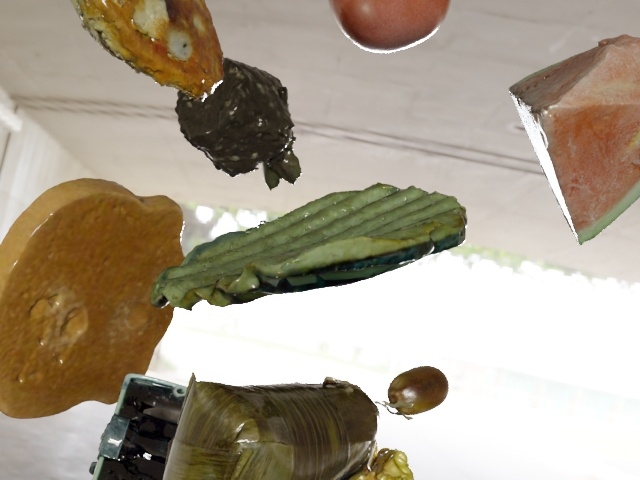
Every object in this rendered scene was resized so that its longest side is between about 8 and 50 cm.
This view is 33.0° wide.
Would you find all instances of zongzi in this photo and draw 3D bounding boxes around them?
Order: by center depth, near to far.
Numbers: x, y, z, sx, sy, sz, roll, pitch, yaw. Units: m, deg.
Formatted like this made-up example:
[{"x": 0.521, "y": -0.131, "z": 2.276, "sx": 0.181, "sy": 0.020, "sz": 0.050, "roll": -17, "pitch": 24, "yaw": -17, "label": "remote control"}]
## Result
[{"x": -0.055, "y": 0.231, "z": 0.923, "sx": 0.111, "sy": 0.241, "sz": 0.247, "roll": 29, "pitch": 12, "yaw": 31, "label": "zongzi"}]

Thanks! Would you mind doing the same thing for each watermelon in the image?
[{"x": 0.413, "y": -0.147, "z": 1.585, "sx": 0.283, "sy": 0.292, "sz": 0.250, "roll": -33, "pitch": -78, "yaw": 37, "label": "watermelon"}]

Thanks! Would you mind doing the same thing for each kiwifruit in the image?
[{"x": 0.161, "y": 0.243, "z": 1.757, "sx": 0.075, "sy": 0.075, "sz": 0.124, "roll": 7, "pitch": 10, "yaw": 43, "label": "kiwifruit"}]

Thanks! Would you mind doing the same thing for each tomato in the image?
[{"x": 0.146, "y": -0.504, "z": 2.215, "sx": 0.255, "sy": 0.224, "sz": 0.256, "roll": -19, "pitch": 8, "yaw": 3, "label": "tomato"}]

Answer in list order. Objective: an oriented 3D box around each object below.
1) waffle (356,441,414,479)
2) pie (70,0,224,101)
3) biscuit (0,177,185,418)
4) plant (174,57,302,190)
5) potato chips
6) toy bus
[{"x": 0.038, "y": 0.487, "z": 1.797, "sx": 0.151, "sy": 0.324, "sz": 0.261, "roll": 26, "pitch": -27, "yaw": -1, "label": "waffle"}, {"x": -0.239, "y": -0.335, "z": 1.448, "sx": 0.085, "sy": 0.308, "sz": 0.308, "roll": -18, "pitch": -22, "yaw": 31, "label": "pie"}, {"x": -0.360, "y": 0.087, "z": 1.637, "sx": 0.062, "sy": 0.385, "sz": 0.365, "roll": 31, "pitch": 18, "yaw": 35, "label": "biscuit"}, {"x": -0.152, "y": -0.252, "z": 2.378, "sx": 0.213, "sy": 0.215, "sz": 0.312, "roll": -33, "pitch": -41, "yaw": 27, "label": "plant"}, {"x": 0.000, "y": 0.000, "z": 1.327, "sx": 0.429, "sy": 0.070, "sz": 0.358, "roll": -19, "pitch": 13, "yaw": -31, "label": "potato chips"}, {"x": -0.182, "y": 0.286, "z": 1.086, "sx": 0.133, "sy": 0.165, "sz": 0.276, "roll": 19, "pitch": 37, "yaw": -7, "label": "toy bus"}]
